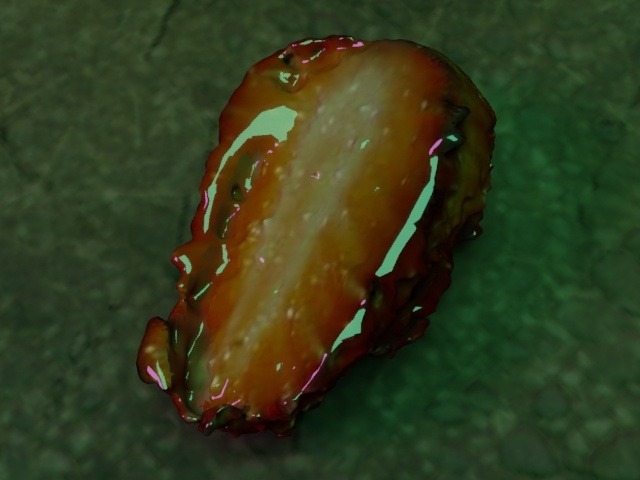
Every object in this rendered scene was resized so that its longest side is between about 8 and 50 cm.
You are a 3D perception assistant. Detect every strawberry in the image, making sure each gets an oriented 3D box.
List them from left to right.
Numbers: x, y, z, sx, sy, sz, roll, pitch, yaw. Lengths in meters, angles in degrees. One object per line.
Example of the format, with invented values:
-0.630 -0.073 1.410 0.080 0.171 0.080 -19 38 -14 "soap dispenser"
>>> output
0.000 0.000 0.471 0.121 0.082 0.188 21 75 32 "strawberry"
